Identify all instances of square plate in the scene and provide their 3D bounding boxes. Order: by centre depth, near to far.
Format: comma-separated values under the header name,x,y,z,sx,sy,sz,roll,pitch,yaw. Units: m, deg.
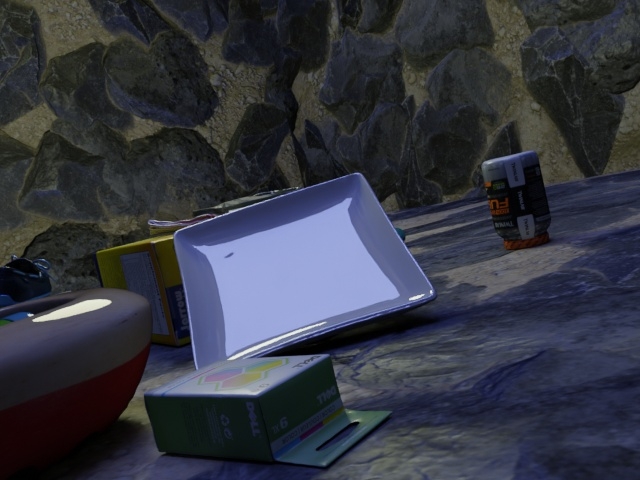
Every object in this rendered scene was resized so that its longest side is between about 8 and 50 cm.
name,x,y,z,sx,sy,sz,roll,pitch,yaw
square plate,-0.042,0.044,1.057,0.344,0.049,0.347,-19,39,-5

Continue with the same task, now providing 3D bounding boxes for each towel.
name,x,y,z,sx,sy,sz,roll,pitch,yaw
towel,-0.256,-0.040,1.430,0.144,0.029,0.197,-8,2,13

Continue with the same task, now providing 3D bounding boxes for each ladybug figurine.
name,x,y,z,sx,sy,sz,roll,pitch,yaw
ladybug figurine,-0.355,0.167,0.718,0.305,0.161,0.449,-9,6,36

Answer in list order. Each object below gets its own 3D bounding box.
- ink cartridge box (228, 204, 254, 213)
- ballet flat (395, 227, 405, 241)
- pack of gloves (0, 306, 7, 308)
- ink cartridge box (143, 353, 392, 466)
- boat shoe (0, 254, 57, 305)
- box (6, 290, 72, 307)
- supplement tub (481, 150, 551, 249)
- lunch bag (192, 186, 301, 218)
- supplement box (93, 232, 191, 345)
name,x,y,z,sx,sy,sz,roll,pitch,yaw
ink cartridge box,0.000,0.000,1.449,0.354,0.119,0.207,6,8,10
ballet flat,0.138,0.019,1.880,0.206,0.073,0.067,-12,-24,-18
pack of gloves,-0.727,0.194,1.543,0.195,0.046,0.232,-36,-36,15
ink cartridge box,-0.053,0.153,0.636,0.209,0.062,0.109,-9,5,38
boat shoe,-0.617,0.078,1.434,0.109,0.088,0.258,0,4,-16
box,-0.624,0.195,1.414,0.262,0.126,0.231,-15,5,-25
supplement tub,0.409,-0.083,1.414,0.117,0.190,0.117,-13,3,1
lunch bag,-0.145,0.003,1.703,0.287,0.235,0.169,-16,8,-38
supplement box,-0.293,0.085,1.378,0.195,0.194,0.357,-16,6,-34
